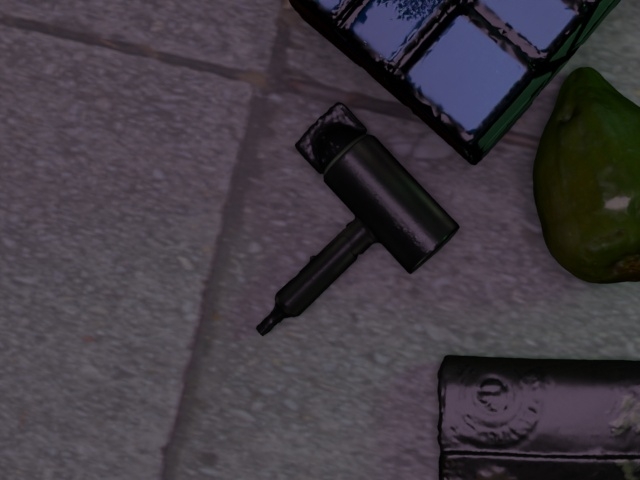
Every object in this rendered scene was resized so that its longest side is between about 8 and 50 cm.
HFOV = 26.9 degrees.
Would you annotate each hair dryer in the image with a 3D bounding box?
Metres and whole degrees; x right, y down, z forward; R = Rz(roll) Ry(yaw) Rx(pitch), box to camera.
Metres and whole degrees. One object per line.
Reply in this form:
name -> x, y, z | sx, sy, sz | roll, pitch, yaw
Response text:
hair dryer -> 0.000, 0.000, 1.482 | 0.248, 0.078, 0.195 | -45, 83, 10

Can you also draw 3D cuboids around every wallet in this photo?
wallet -> 0.286, 0.212, 1.450 | 0.321, 0.044, 0.171 | 1, 88, 7

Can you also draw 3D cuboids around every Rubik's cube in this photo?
Rubik's cube -> 0.143, -0.271, 1.354 | 0.283, 0.293, 0.288 | 41, 93, 4

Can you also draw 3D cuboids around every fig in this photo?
fig -> 0.302, -0.067, 1.394 | 0.167, 0.167, 0.234 | -11, 95, 7
